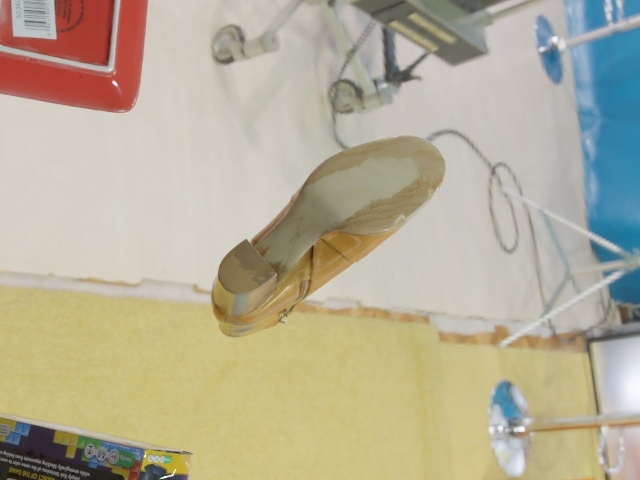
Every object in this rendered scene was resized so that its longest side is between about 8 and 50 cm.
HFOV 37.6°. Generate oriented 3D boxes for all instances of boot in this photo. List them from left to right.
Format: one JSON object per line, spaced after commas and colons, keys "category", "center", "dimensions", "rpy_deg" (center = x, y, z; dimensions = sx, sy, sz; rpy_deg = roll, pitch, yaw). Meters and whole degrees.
{"category": "boot", "center": [0.000, 0.001, 1.075], "dimensions": [0.104, 0.295, 0.211], "rpy_deg": [55, -12, 11]}

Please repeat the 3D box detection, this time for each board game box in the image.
{"category": "board game box", "center": [-0.167, 0.184, 0.573], "dimensions": [0.048, 0.170, 0.141], "rpy_deg": [24, 73, -55]}

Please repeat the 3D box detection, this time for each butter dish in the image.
{"category": "butter dish", "center": [-0.245, -0.190, 0.832], "dimensions": [0.159, 0.118, 0.160], "rpy_deg": [8, 81, -28]}
